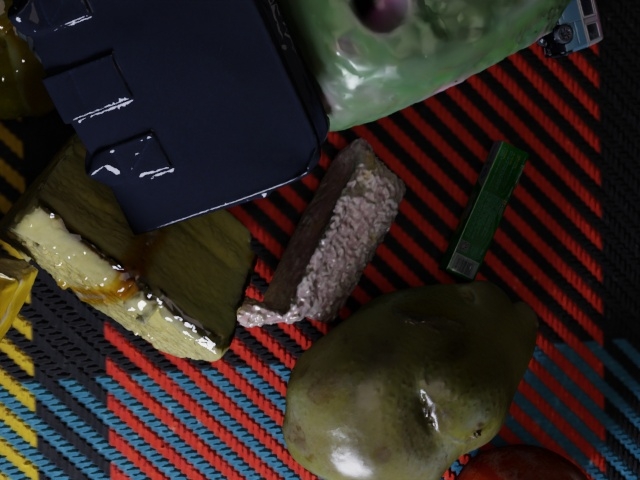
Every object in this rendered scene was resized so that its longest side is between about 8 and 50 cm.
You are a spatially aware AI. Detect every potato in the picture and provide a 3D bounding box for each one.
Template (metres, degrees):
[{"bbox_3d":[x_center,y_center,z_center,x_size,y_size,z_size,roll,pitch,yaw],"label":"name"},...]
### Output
[{"bbox_3d":[0.114,0.164,1.475,0.351,0.202,0.218,-32,89,-25],"label":"potato"}]

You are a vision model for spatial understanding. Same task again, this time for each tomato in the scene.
[{"bbox_3d":[0.239,0.330,1.540,0.187,0.151,0.187,-27,140,-26],"label":"tomato"}]

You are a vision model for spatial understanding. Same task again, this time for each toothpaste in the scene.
[{"bbox_3d":[0.203,-0.035,1.564,0.043,0.037,0.178,25,86,-11],"label":"toothpaste"}]

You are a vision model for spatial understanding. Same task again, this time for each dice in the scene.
[{"bbox_3d":[0.063,-0.315,1.361,0.322,0.330,0.318,-29,101,-13],"label":"dice"}]

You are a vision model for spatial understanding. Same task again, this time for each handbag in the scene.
[{"bbox_3d":[-0.164,-0.180,1.224,0.269,0.118,0.326,-18,112,15],"label":"handbag"}]

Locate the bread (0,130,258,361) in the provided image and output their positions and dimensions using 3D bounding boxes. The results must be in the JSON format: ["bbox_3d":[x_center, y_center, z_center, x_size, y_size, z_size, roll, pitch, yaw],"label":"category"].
[{"bbox_3d":[-0.189,-0.003,1.356,0.263,0.236,0.198,37,84,-14],"label":"bread"}]

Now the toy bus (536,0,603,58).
[{"bbox_3d":[0.303,-0.295,1.565,0.075,0.060,0.123,-19,100,-18],"label":"toy bus"}]

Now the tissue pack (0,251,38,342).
[{"bbox_3d":[-0.502,0.147,1.283,0.293,0.228,0.382,24,87,-11],"label":"tissue pack"}]

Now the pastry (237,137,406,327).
[{"bbox_3d":[0.008,0.010,1.479,0.112,0.103,0.265,39,81,-19],"label":"pastry"}]

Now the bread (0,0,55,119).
[{"bbox_3d":[-0.339,-0.294,1.342,0.333,0.160,0.333,-2,95,-17],"label":"bread"}]
